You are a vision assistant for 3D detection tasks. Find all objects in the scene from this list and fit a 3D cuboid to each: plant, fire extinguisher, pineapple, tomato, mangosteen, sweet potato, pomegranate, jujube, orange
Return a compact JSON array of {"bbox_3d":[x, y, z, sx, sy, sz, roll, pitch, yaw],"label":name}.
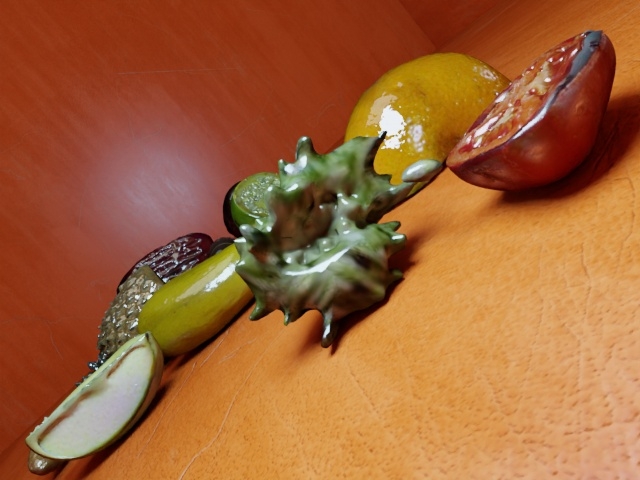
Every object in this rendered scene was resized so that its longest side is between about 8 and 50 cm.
[{"bbox_3d":[0.027,0.022,0.668,0.251,0.180,0.333,-51,-18,-7],"label":"plant"},{"bbox_3d":[-0.228,0.061,1.406,0.141,0.105,0.341,-22,15,-9],"label":"fire extinguisher"},{"bbox_3d":[-0.449,0.248,1.220,0.362,0.202,0.202,-53,13,-17],"label":"pineapple"},{"bbox_3d":[0.208,-0.109,0.481,0.174,0.082,0.166,-48,7,-8],"label":"tomato"},{"bbox_3d":[-0.235,-0.099,1.863,0.216,0.216,0.216,-41,10,9],"label":"mangosteen"},{"bbox_3d":[-0.581,0.444,1.154,0.097,0.097,0.251,-43,8,-6],"label":"sweet potato"},{"bbox_3d":[-0.139,-0.059,1.461,0.189,0.241,0.159,-23,-34,-23],"label":"pomegranate"},{"bbox_3d":[-0.528,0.130,1.883,0.376,0.259,0.258,-27,7,-11],"label":"jujube"},{"bbox_3d":[0.168,-0.175,0.910,0.274,0.274,0.311,-161,87,-79],"label":"orange"}]

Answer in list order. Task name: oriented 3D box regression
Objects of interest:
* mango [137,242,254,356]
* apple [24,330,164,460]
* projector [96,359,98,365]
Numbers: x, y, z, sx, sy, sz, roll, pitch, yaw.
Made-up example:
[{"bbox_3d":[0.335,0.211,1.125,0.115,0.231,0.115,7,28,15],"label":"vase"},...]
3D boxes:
[{"bbox_3d":[-0.233,0.116,1.065,0.331,0.142,0.195,-36,16,18],"label":"mango"},{"bbox_3d":[-0.375,0.291,0.951,0.265,0.120,0.193,-43,-3,-17],"label":"apple"},{"bbox_3d":[-0.570,0.337,1.527,0.108,0.108,0.337,-44,10,-10],"label":"projector"}]
